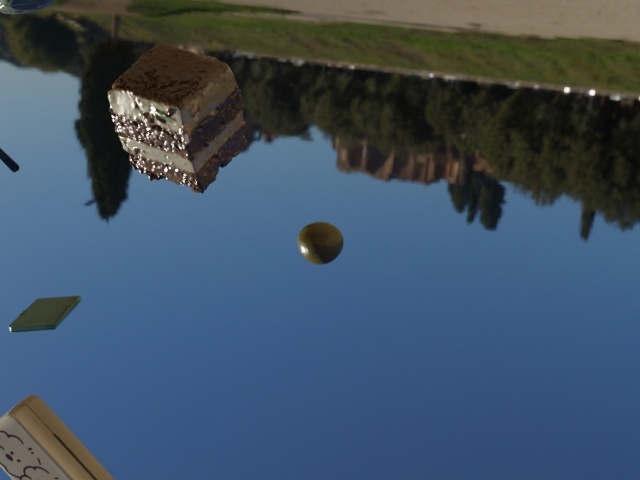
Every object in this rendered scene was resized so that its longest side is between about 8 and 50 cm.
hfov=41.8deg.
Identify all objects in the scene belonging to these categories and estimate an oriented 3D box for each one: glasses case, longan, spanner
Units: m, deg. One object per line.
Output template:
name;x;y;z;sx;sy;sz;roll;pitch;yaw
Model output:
glasses case;-0.507;0.464;1.643;0.336;0.144;0.076;49;-150;-6
longan;0.000;0.000;1.358;0.075;0.075;0.083;5;-147;-3
spanner;-0.968;-0.269;2.502;0.012;0.046;0.208;34;165;35

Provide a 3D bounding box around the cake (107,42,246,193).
cake;-0.358;-0.325;2.170;0.255;0.290;0.282;19;-132;19

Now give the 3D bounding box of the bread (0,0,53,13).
bread;-0.742;-0.695;2.055;0.239;0.264;0.395;-32;175;-26

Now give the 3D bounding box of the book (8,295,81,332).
book;-0.551;0.147;1.677;0.103;0.017;0.135;-5;-160;9
